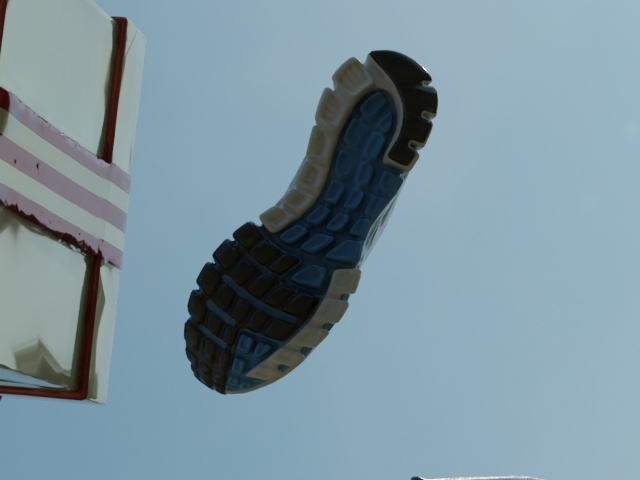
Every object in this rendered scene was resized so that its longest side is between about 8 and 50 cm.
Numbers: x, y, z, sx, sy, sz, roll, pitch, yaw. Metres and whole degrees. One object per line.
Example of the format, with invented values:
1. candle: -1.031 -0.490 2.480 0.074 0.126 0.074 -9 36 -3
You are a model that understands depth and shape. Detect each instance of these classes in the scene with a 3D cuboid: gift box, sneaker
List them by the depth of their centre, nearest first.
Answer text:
1. sneaker: 0.000 0.000 0.994 0.190 0.071 0.083 -56 -9 -13
2. gift box: -0.254 -0.046 1.094 0.258 0.276 0.255 40 -120 -74

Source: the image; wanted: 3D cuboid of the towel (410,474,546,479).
1. towel: 0.090 0.341 1.491 0.243 0.040 0.336 11 -92 -63
